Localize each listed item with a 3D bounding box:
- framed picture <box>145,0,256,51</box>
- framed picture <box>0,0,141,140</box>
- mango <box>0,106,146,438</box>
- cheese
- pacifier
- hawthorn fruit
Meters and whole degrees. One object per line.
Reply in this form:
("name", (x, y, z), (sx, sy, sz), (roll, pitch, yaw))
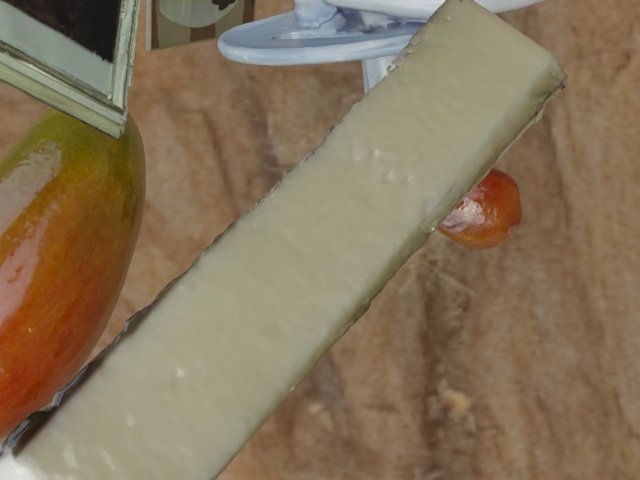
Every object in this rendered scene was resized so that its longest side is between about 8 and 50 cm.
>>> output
("framed picture", (-0.114, -0.292, 1.476), (0.010, 0.136, 0.200), (24, 120, 41))
("framed picture", (-0.197, -0.213, 0.891), (0.018, 0.293, 0.231), (-6, 71, 33))
("mango", (-0.195, 0.014, 1.008), (0.146, 0.129, 0.289), (120, 174, -67))
("cheese", (0.000, 0.002, 0.727), (0.085, 0.400, 0.034), (40, 145, 3))
("pacifier", (0.069, -0.127, 1.113), (0.238, 0.287, 0.225), (5, 115, 30))
("hawthorn fruit", (0.129, -0.031, 1.349), (0.081, 0.093, 0.081), (11, 102, 64))
